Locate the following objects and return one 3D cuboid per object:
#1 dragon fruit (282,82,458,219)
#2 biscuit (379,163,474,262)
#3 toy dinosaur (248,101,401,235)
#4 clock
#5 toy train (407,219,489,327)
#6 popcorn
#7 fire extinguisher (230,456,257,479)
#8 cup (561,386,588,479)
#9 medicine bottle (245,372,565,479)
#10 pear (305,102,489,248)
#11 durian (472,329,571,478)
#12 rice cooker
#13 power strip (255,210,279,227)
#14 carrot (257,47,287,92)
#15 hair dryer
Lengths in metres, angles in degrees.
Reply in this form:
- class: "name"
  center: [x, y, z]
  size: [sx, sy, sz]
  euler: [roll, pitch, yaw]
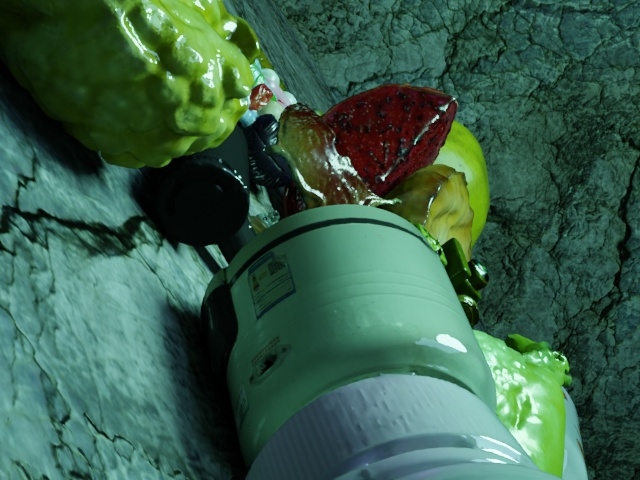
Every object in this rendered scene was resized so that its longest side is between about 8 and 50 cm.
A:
- class: "dragon fruit"
  center: [0.048, -0.090, 1.669]
  size: [0.152, 0.317, 0.205]
  euler: [36, -13, 20]
- class: "biscuit"
  center: [0.130, 0.053, 1.608]
  size: [0.326, 0.107, 0.326]
  euler: [11, 90, -71]
- class: "toy dinosaur"
  center: [0.009, 0.004, 1.408]
  size: [0.327, 0.206, 0.113]
  euler: [55, -21, -8]
- class: "clock"
  center: [-0.093, -0.169, 1.544]
  size: [0.194, 0.100, 0.195]
  euler: [49, 11, -29]
- class: "toy train"
  center: [0.071, 0.072, 1.276]
  size: [0.137, 0.225, 0.090]
  euler: [46, 16, -25]
- class: "popcorn"
  center: [-0.179, -0.191, 0.956]
  size: [0.286, 0.174, 0.225]
  euler: [58, 17, -2]
- class: "fire extinguisher"
  center: [-0.016, 0.231, 0.874]
  size: [0.158, 0.043, 0.064]
  euler: [54, 41, -32]
- class: "cup"
  center: [0.238, 0.288, 1.493]
  size: [0.212, 0.212, 0.317]
  euler: [59, 10, -1]
- class: "medicine bottle"
  center: [0.080, 0.248, 0.686]
  size: [0.256, 0.256, 0.325]
  euler: [55, 2, -26]
- class: "pear"
  center: [0.114, -0.096, 1.897]
  size: [0.375, 0.287, 0.287]
  euler: [40, 13, -8]
- class: "durian"
  center: [0.137, 0.221, 1.191]
  size: [0.256, 0.204, 0.339]
  euler: [35, 45, -30]
- class: "rice cooker"
  center: [0.019, 0.099, 0.976]
  size: [0.226, 0.226, 0.244]
  euler: [51, 14, -42]
- class: "power strip"
  center: [-0.051, 0.001, 1.420]
  size: [0.083, 0.035, 0.055]
  euler: [60, 9, -12]
- class: "carrot"
  center: [-0.088, -0.214, 1.749]
  size: [0.082, 0.082, 0.173]
  euler: [46, 17, -55]
- class: "hair dryer"
  center: [-0.083, 0.005, 1.168]
  size: [0.197, 0.089, 0.251]
  euler: [-102, 168, -69]
